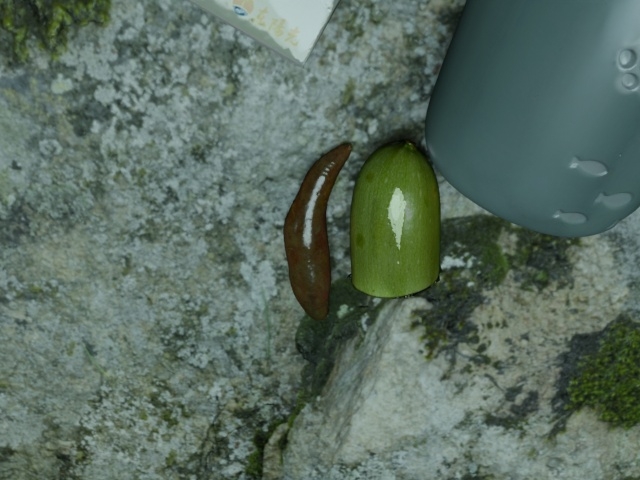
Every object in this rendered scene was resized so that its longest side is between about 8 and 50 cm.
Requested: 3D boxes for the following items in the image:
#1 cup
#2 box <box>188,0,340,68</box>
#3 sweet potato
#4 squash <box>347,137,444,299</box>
[{"bbox_3d":[0.294,-0.169,0.712,0.357,0.259,0.274,-4,131,-34],"label":"cup"},{"bbox_3d":[-0.119,-0.358,0.721,0.344,0.065,0.200,28,112,-10],"label":"box"},{"bbox_3d":[-0.010,-0.003,0.883,0.078,0.058,0.255,-1,112,-16],"label":"sweet potato"},{"bbox_3d":[0.094,-0.032,0.833,0.123,0.123,0.186,0,115,2],"label":"squash"}]
